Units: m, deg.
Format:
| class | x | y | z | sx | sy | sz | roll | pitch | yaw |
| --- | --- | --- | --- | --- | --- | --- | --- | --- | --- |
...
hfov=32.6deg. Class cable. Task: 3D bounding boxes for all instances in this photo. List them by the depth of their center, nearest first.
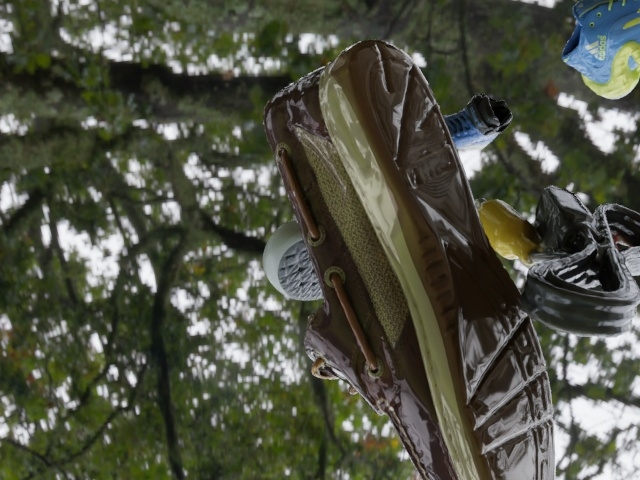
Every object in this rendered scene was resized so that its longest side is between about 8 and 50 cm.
| class | x | y | z | sx | sy | sz | roll | pitch | yaw |
| --- | --- | --- | --- | --- | --- | --- | --- | --- | --- |
| cable | 0.179 | 0.025 | 0.737 | 0.139 | 0.072 | 0.287 | 17 | -160 | -2 |

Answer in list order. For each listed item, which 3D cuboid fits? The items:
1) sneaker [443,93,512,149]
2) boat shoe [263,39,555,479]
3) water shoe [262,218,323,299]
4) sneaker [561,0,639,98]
| class | x | y | z | sx | sy | sz | roll | pitch | yaw |
| --- | --- | --- | --- | --- | --- | --- | --- | --- | --- |
| sneaker | 0.169 | -0.142 | 1.341 | 0.152 | 0.084 | 0.058 | -7 | -112 | -35 |
| boat shoe | 0.050 | 0.048 | 0.720 | 0.123 | 0.123 | 0.342 | -25 | -86 | -54 |
| water shoe | 0.000 | 0.000 | 0.888 | 0.073 | 0.203 | 0.080 | -43 | -113 | 16 |
| sneaker | 0.400 | -0.288 | 1.391 | 0.126 | 0.240 | 0.091 | 24 | -144 | -15 |
